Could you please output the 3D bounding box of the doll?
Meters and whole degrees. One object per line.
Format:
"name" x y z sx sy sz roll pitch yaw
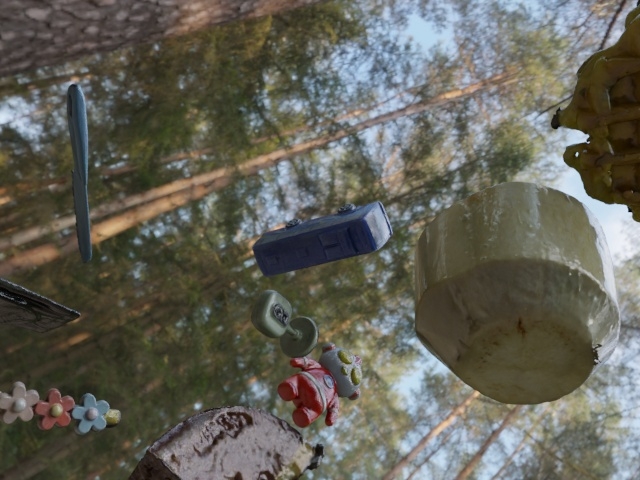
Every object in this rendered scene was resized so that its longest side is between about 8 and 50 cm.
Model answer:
"doll" 0.015 0.270 1.307 0.076 0.245 0.142 -33 -98 38

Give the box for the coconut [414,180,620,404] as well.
"coconut" 0.286 0.069 1.020 0.323 0.323 0.323 25 -52 37

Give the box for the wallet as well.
"wallet" -0.599 0.092 1.165 0.323 0.041 0.247 29 -32 -28

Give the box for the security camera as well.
"security camera" -0.046 0.098 0.807 0.058 0.058 0.092 21 -15 39

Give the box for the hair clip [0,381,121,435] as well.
"hair clip" -0.378 0.232 0.940 0.056 0.213 0.062 -13 -116 63

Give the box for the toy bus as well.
"toy bus" 0.001 0.003 1.173 0.236 0.094 0.079 -14 -66 26

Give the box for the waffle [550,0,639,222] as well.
"waffle" 0.545 -0.179 0.941 0.379 0.095 0.382 29 -75 -9

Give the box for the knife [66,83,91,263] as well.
"knife" -0.333 -0.079 0.940 0.044 0.019 0.313 38 -44 28

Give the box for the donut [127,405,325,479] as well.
"donut" -0.113 0.265 0.802 0.144 0.186 0.126 52 -52 6
